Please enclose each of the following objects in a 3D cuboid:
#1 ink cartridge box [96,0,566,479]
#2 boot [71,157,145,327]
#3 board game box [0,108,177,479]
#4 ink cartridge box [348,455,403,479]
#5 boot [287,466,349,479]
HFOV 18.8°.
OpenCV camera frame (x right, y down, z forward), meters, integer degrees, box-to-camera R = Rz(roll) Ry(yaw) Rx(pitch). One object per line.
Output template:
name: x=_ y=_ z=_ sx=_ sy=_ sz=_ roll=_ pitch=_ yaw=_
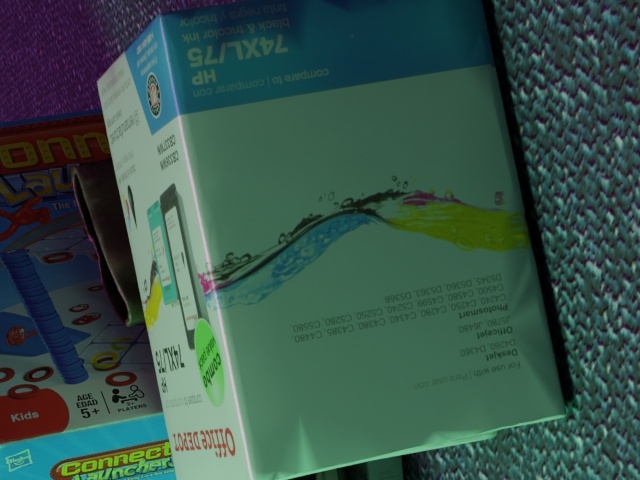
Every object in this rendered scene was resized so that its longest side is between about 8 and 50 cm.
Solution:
ink cartridge box: x=0.000 y=0.000 z=1.169 sx=0.198 sy=0.197 sz=0.270 roll=156 pitch=103 yaw=-72
boot: x=-0.068 y=-0.069 z=1.319 sx=0.090 sy=0.207 sz=0.248 roll=118 pitch=138 yaw=-62
board game box: x=-0.121 y=0.033 z=1.373 sx=0.086 sy=0.308 sz=0.302 roll=100 pitch=152 yaw=-43
ink cartridge box: x=0.041 y=0.184 z=1.411 sx=0.048 sy=0.028 sz=0.083 roll=-147 pitch=50 yaw=-68
boot: x=-0.122 y=0.190 z=1.400 sx=0.138 sy=0.284 sz=0.377 roll=88 pitch=175 yaw=-53
